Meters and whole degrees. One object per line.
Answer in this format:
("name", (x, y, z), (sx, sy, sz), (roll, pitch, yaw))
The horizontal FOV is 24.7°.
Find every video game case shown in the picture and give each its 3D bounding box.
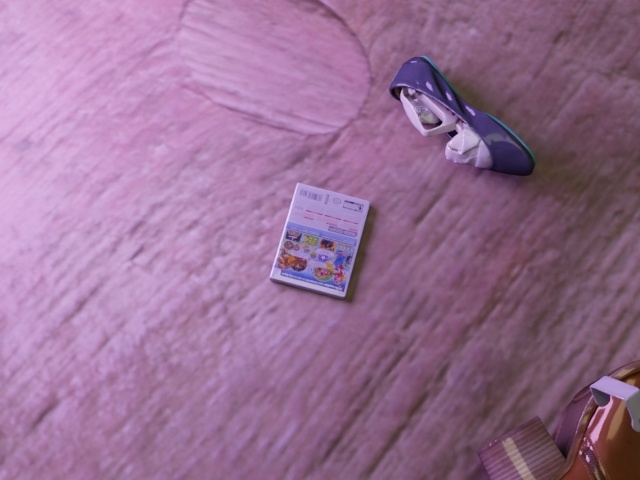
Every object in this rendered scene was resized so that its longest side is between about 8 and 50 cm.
("video game case", (0.000, 0.000, 1.644), (0.087, 0.011, 0.122), (15, 67, 2))

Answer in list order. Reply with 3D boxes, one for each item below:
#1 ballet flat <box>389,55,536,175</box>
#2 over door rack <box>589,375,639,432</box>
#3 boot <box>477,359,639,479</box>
("ballet flat", (0.155, -0.130, 1.679), (0.074, 0.074, 0.203), (-38, 68, -18))
("over door rack", (0.443, 0.224, 1.459), (0.240, 0.108, 0.324), (-31, 100, -22))
("boot", (0.325, 0.251, 1.514), (0.283, 0.109, 0.220), (-26, 79, -26))
